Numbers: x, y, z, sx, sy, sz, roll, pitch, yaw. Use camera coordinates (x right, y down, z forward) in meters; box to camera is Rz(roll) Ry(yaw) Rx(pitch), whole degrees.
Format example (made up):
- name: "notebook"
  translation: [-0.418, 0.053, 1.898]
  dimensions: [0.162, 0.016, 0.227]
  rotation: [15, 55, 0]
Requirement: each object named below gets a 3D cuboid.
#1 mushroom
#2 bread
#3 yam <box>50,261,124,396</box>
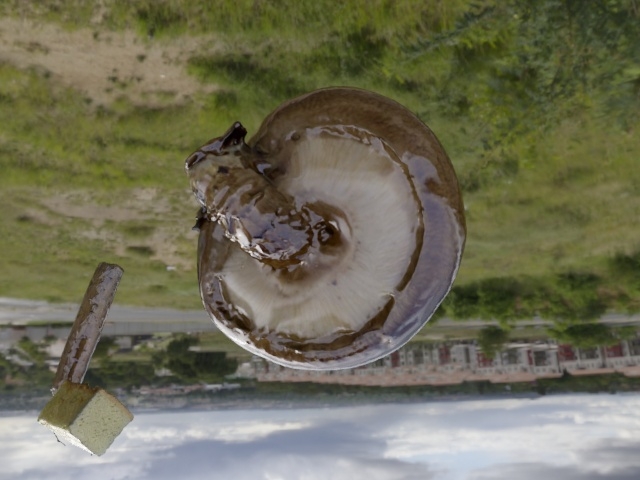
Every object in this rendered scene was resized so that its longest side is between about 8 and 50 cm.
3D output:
- name: "mushroom"
  translation: [-0.003, -0.008, 0.564]
  dimensions: [0.278, 0.163, 0.297]
  rotation: [38, 110, -11]
- name: "bread"
  translation: [-0.356, 0.264, 0.839]
  dimensions: [0.109, 0.084, 0.080]
  rotation: [-2, 131, 36]
- name: "yam"
  translation: [-0.398, 0.152, 0.968]
  dimensions: [0.056, 0.241, 0.057]
  rotation: [20, 173, 3]
